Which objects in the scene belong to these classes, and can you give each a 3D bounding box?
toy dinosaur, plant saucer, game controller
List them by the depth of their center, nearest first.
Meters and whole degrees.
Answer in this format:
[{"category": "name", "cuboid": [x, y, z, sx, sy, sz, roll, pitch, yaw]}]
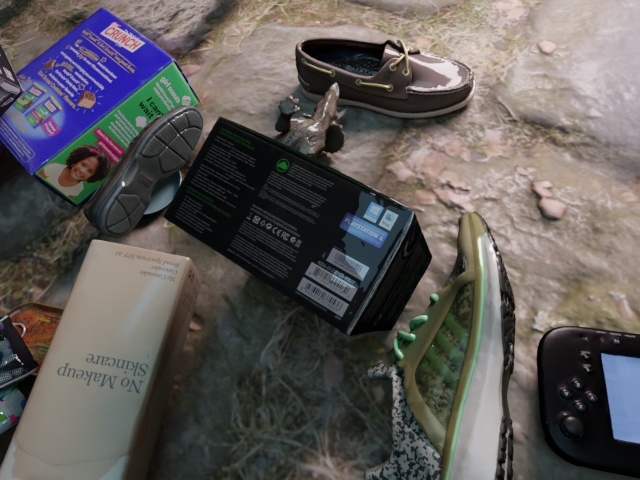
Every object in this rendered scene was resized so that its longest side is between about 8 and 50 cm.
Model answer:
[{"category": "game controller", "cuboid": [0.423, 0.196, 0.490, 0.318, 0.067, 0.167, 6, 67, 12]}, {"category": "toy dinosaur", "cuboid": [-0.071, -0.136, 0.695, 0.313, 0.160, 0.121, -36, 80, 4]}, {"category": "plant saucer", "cuboid": [-0.307, -0.096, 0.774, 0.119, 0.021, 0.120, -4, 66, 8]}]

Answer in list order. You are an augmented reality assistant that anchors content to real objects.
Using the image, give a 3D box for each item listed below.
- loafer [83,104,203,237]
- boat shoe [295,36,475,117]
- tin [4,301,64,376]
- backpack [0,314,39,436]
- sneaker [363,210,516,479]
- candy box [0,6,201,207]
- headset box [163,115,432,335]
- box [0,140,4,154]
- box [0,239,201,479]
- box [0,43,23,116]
[{"category": "loafer", "cuboid": [-0.311, -0.134, 0.731, 0.084, 0.096, 0.268, 25, 74, 25]}, {"category": "boat shoe", "cuboid": [0.111, -0.299, 0.750, 0.324, 0.097, 0.117, 12, 68, 15]}, {"category": "tin", "cuboid": [-0.428, 0.162, 0.672, 0.189, 0.040, 0.106, 10, 64, 13]}, {"category": "backpack", "cuboid": [-0.533, 0.221, 0.531, 0.225, 0.253, 0.191, -28, 86, 14]}, {"category": "sneaker", "cuboid": [0.142, 0.142, 0.533, 0.181, 0.158, 0.411, -1, 60, 29]}, {"category": "candy box", "cuboid": [-0.446, -0.267, 0.820, 0.268, 0.122, 0.317, 40, 79, 25]}, {"category": "headset box", "cuboid": [0.000, 0.000, 0.542, 0.246, 0.283, 0.131, 30, 89, 22]}, {"category": "box", "cuboid": [-0.771, -0.116, 0.844, 0.200, 0.057, 0.294, -1, 66, 12]}, {"category": "box", "cuboid": [-0.278, 0.172, 0.577, 0.147, 0.121, 0.311, 10, 67, -4]}, {"category": "box", "cuboid": [-0.704, -0.246, 0.773, 0.307, 0.076, 0.242, -44, 63, 7]}]
